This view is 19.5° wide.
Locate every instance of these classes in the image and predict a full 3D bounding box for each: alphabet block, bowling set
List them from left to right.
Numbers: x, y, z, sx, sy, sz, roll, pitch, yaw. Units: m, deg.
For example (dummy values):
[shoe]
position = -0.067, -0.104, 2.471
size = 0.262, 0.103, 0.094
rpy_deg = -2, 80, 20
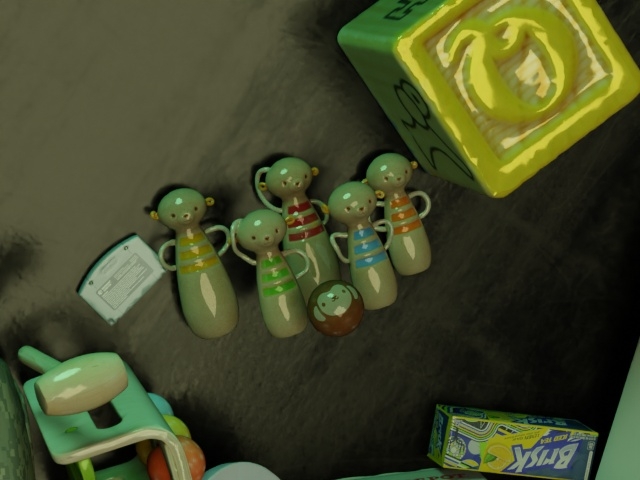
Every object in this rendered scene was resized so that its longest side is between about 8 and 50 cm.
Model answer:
[bowling set]
position = 0.000, 0.000, 1.806
size = 0.287, 0.200, 0.154
rpy_deg = -18, 103, -16
[alphabet block]
position = 0.161, -0.176, 1.814
size = 0.193, 0.197, 0.192
rpy_deg = -39, 107, -6

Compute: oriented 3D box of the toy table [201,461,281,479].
[toy table]
position = -0.119, 0.355, 1.812
size = 0.252, 0.161, 0.274
rpy_deg = 21, 71, -32

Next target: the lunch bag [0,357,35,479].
[lunch bag]
position = -0.349, 0.244, 1.669
size = 0.212, 0.256, 0.305
rpy_deg = -5, 74, -16

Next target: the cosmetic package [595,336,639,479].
[cosmetic package]
position = 0.439, 0.148, 1.949
size = 0.197, 0.155, 0.365
rpy_deg = 11, 96, -38

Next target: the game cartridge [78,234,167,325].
[game cartridge]
position = -0.197, 0.037, 1.846
size = 0.083, 0.017, 0.056
rpy_deg = -45, 111, -4

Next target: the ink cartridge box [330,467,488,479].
[ink cartridge box]
position = 0.108, 0.326, 1.848
size = 0.197, 0.273, 0.114
rpy_deg = -4, 104, -15

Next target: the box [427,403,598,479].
[box]
position = 0.203, 0.214, 1.968
size = 0.169, 0.054, 0.059
rpy_deg = 8, 97, -17

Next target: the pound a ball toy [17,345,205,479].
[pound a ball toy]
position = -0.189, 0.167, 1.711
size = 0.136, 0.319, 0.208
rpy_deg = -17, 103, -12
